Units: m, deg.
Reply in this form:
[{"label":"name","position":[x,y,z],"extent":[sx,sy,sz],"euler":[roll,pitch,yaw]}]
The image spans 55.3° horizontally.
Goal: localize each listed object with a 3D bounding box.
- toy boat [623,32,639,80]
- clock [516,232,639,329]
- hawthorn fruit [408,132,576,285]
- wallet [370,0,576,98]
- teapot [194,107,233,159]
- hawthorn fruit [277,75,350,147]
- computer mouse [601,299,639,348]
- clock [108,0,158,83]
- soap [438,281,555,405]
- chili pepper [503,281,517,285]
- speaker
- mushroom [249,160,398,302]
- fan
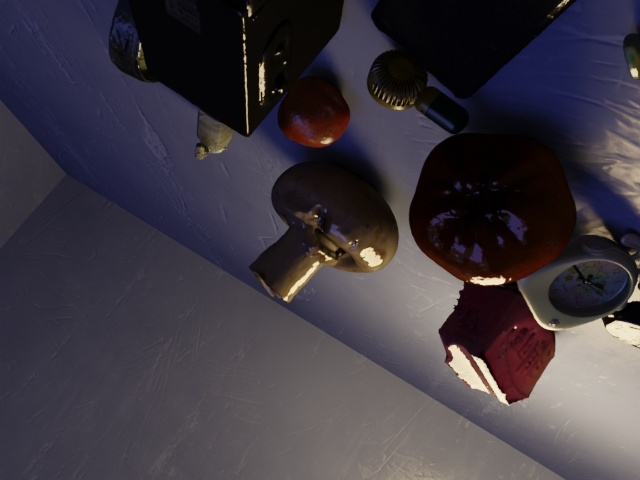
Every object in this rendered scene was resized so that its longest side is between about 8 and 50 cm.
[{"label":"toy boat","position":[0.400,-0.138,0.528],"extent":[0.276,0.084,0.111],"euler":[14,155,45]},{"label":"clock","position":[0.409,0.057,0.944],"extent":[0.190,0.062,0.152],"euler":[-22,123,22]},{"label":"hawthorn fruit","position":[0.243,-0.043,0.881],"extent":[0.224,0.224,0.261],"euler":[29,-177,18]},{"label":"wallet","position":[0.168,-0.274,0.661],"extent":[0.170,0.044,0.321],"euler":[37,165,-4]},{"label":"teapot","position":[-0.237,-0.244,1.346],"extent":[0.077,0.107,0.200],"euler":[32,163,-3]},{"label":"hawthorn fruit","position":[-0.012,-0.213,1.025],"extent":[0.128,0.128,0.128],"euler":[31,162,11]},{"label":"computer mouse","position":[0.563,0.148,0.982],"extent":[0.217,0.074,0.122],"euler":[28,164,1]},{"label":"clock","position":[-0.220,-0.335,0.895],"extent":[0.049,0.226,0.226],"euler":[33,162,2]},{"label":"soap","position":[0.371,0.213,1.257],"extent":[0.127,0.220,0.325],"euler":[24,159,42]},{"label":"chili pepper","position":[0.380,0.053,1.088],"extent":[0.108,0.062,0.216],"euler":[37,164,-6]},{"label":"speaker","position":[-0.086,-0.305,0.728],"extent":[0.184,0.232,0.254],"euler":[32,157,8]},{"label":"mushroom","position":[0.000,0.000,1.251],"extent":[0.292,0.290,0.292],"euler":[35,166,10]},{"label":"fan","position":[0.135,-0.201,0.829],"extent":[0.155,0.082,0.039],"euler":[37,159,8]}]
